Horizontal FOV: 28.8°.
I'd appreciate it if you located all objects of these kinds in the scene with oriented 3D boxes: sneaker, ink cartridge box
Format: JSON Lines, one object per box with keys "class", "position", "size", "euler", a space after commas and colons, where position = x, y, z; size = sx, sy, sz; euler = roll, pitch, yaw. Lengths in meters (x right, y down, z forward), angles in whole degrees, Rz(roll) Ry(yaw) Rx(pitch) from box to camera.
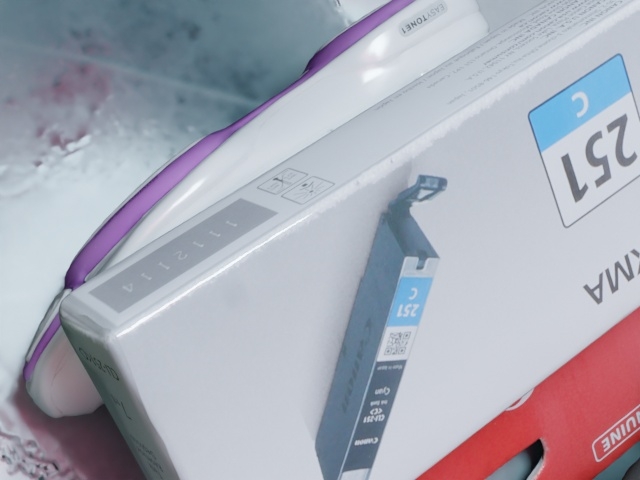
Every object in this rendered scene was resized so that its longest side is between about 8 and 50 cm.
{"class": "sneaker", "position": [0.000, 0.000, 0.605], "size": [0.305, 0.114, 0.152], "euler": [-39, 95, -20]}
{"class": "ink cartridge box", "position": [0.067, 0.062, 0.578], "size": [0.296, 0.066, 0.261], "euler": [-33, 117, -21]}

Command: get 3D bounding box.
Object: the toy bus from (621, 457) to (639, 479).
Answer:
{"class": "toy bus", "position": [0.274, 0.134, 0.590], "size": [0.149, 0.211, 0.220], "euler": [48, 64, -34]}
